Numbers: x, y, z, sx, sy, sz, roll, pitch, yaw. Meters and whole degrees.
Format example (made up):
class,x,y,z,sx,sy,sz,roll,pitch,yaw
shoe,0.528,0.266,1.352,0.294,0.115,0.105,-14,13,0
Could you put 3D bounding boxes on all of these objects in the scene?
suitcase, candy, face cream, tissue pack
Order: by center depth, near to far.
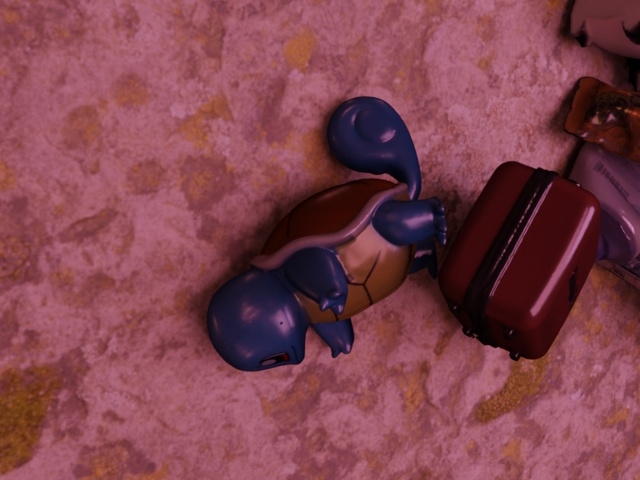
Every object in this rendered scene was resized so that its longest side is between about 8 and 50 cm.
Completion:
class,x,y,z,sx,sy,sz,roll,pitch,yaw
suitcase,0.290,0.036,1.316,0.236,0.161,0.297,-61,158,-7
candy,0.516,-0.172,1.430,0.143,0.271,0.101,-54,161,-35
face cream,0.551,-0.119,1.520,0.420,0.137,0.235,-43,89,-18
tissue pack,0.556,0.006,1.557,0.156,0.112,0.051,-42,145,-16

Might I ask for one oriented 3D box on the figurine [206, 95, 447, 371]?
class,x,y,z,sx,sy,sz,roll,pitch,yaw
figurine,0.038,0.014,1.210,0.243,0.298,0.416,32,79,4

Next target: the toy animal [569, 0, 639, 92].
class,x,y,z,sx,sy,sz,roll,pitch,yaw
toy animal,0.574,-0.337,1.424,0.310,0.251,0.251,22,88,-29
